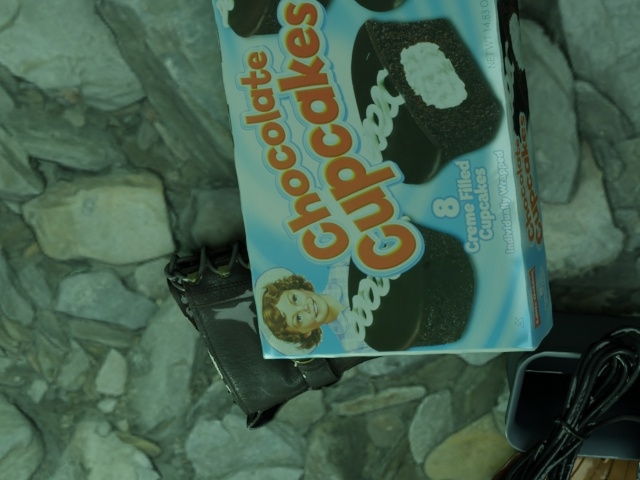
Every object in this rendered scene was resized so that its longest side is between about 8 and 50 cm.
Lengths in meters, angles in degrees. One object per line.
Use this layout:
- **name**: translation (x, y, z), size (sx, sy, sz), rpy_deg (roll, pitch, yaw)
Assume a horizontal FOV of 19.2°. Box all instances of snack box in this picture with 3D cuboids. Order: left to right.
- **snack box**: translation (0.036, -0.087, 1.205), size (0.187, 0.060, 0.322), rpy_deg (-4, 102, 21)

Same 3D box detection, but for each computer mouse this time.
- **computer mouse**: translation (0.262, 0.188, 1.341), size (0.262, 0.060, 0.184), rpy_deg (27, 111, -19)

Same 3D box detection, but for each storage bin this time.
- **storage bin**: translation (0.196, 0.103, 1.376), size (0.135, 0.091, 0.098), rpy_deg (5, 117, -7)

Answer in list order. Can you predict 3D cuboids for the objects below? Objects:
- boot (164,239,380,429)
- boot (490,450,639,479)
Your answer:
- **boot**: translation (0.000, 0.000, 1.312), size (0.229, 0.091, 0.263), rpy_deg (-14, 110, 11)
- **boot**: translation (0.238, 0.177, 1.430), size (0.152, 0.073, 0.197), rpy_deg (41, 104, -17)
